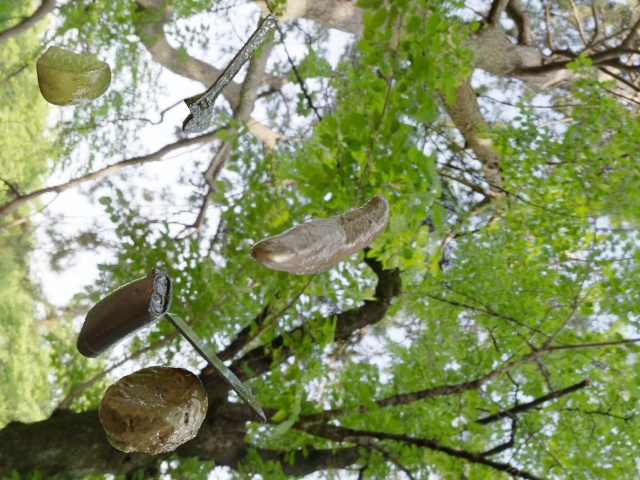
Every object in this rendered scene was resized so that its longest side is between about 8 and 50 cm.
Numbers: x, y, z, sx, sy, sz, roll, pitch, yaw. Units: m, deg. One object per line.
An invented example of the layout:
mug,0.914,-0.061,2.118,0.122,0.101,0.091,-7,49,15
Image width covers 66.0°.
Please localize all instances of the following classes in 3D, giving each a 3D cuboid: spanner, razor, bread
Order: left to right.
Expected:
razor,-0.626,0.232,1.570,0.349,0.113,0.204,-31,-140,20
bread,-0.358,0.369,1.068,0.230,0.230,0.122,26,-63,49
spanner,-0.201,-0.356,1.072,0.325,0.093,0.026,-45,-122,16

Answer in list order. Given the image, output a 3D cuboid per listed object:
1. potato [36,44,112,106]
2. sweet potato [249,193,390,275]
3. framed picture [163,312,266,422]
potato,-0.499,-0.311,1.020,0.149,0.120,0.081,112,-6,-61
sweet potato,0.000,0.002,0.889,0.092,0.342,0.114,43,-47,26
framed picture,-0.250,0.296,1.186,0.324,0.013,0.244,48,-14,0
